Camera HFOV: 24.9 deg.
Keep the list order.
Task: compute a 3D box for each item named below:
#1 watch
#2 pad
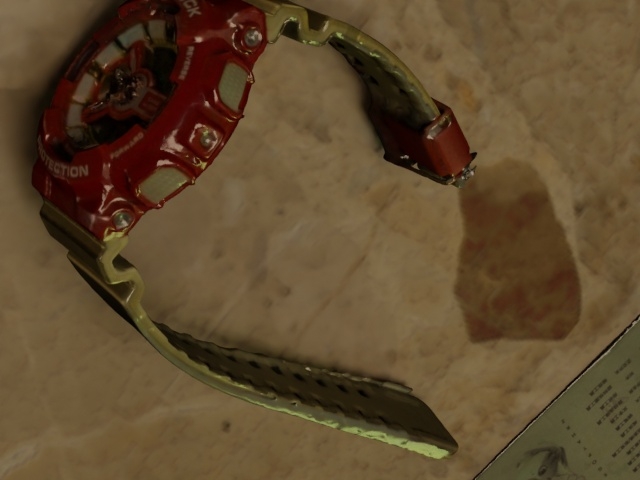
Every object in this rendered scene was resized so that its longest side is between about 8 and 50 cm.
[{"bbox_3d":[-0.002,-0.007,0.651,0.268,0.102,0.164,25,95,-40],"label":"watch"},{"bbox_3d":[0.206,0.109,0.840,0.265,0.009,0.159,-44,121,-6],"label":"pad"}]
